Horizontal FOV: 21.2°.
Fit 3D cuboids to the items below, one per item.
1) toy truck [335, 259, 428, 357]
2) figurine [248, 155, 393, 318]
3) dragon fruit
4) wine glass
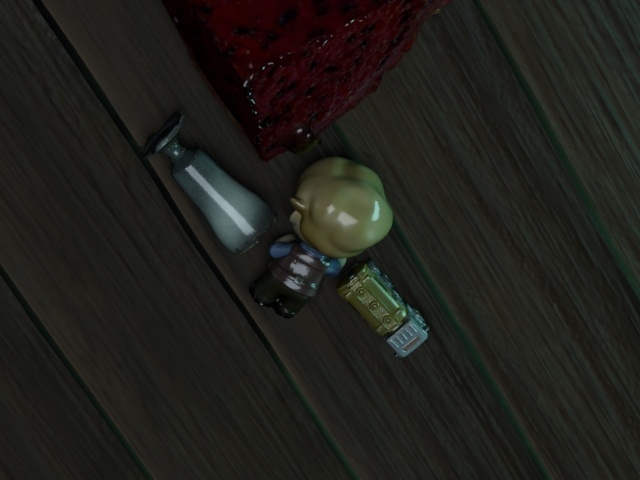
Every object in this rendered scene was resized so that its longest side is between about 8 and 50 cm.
[{"bbox_3d":[0.068,0.076,1.915,0.052,0.063,0.123,-40,109,7],"label":"toy truck"},{"bbox_3d":[0.000,0.000,1.873,0.114,0.108,0.196,31,121,-5],"label":"figurine"},{"bbox_3d":[0.008,-0.225,1.714,0.330,0.240,0.302,-18,129,7],"label":"dragon fruit"},{"bbox_3d":[-0.121,-0.061,1.841,0.072,0.072,0.155,-41,108,8],"label":"wine glass"}]
